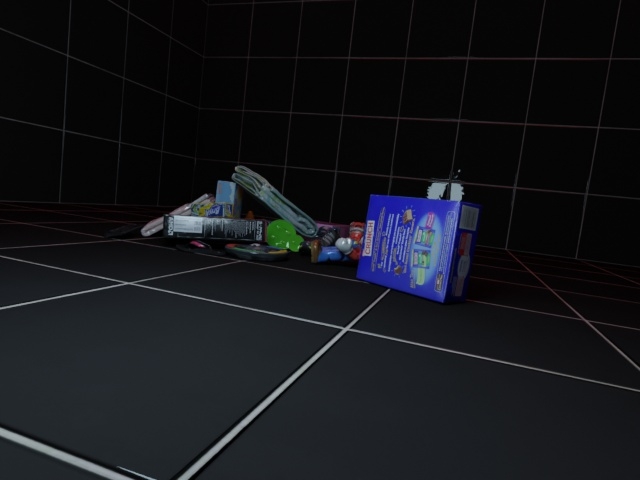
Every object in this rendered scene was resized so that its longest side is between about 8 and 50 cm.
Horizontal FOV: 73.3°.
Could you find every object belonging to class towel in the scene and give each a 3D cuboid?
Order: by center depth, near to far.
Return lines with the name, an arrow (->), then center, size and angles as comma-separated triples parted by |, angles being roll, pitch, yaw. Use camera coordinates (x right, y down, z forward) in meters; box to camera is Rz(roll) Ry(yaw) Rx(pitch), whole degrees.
towel -> -0.622, -0.122, 1.911 | 0.317, 0.053, 0.332 | -28, 11, -6
towel -> -0.205, -0.174, 1.935 | 0.374, 0.090, 0.321 | 43, -4, -42

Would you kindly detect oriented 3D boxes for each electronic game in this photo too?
electronic game -> -0.227, 0.036, 1.542 | 0.230, 0.048, 0.229 | 7, 6, -1

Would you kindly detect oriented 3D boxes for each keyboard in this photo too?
keyboard -> -0.768, -0.040, 1.662 | 0.108, 0.023, 0.180 | -11, 10, 4

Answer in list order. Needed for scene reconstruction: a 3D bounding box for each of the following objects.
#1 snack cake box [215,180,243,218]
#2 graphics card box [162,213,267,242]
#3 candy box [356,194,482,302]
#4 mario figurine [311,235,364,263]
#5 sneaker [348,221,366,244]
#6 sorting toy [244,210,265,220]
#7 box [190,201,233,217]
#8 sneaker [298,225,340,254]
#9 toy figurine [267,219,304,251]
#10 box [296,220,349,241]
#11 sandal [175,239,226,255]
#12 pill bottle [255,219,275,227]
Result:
snack cake box -> -0.436, -0.145, 2.038 | 0.089, 0.264, 0.152 | 9, 6, 4
graphics card box -> -0.406, -0.038, 1.657 | 0.372, 0.094, 0.233 | 2, -2, -16
candy box -> 0.269, 0.011, 1.229 | 0.122, 0.267, 0.317 | 6, 4, -41
mario figurine -> 0.126, 0.009, 1.563 | 0.321, 0.170, 0.198 | -1, 40, -1
sneaker -> 0.158, -0.012, 1.987 | 0.090, 0.144, 0.270 | 7, 6, 9
sorting toy -> -0.345, -0.086, 2.278 | 0.127, 0.126, 0.366 | 4, 5, -24
box -> -0.420, -0.115, 1.666 | 0.169, 0.059, 0.054 | 0, -2, 27
sneaker -> 0.000, 0.000, 1.795 | 0.111, 0.121, 0.300 | 8, 6, 23
toy figurine -> -0.160, -0.009, 1.876 | 0.173, 0.130, 0.159 | 28, -7, -7
box -> 0.002, -0.033, 2.174 | 0.214, 0.117, 0.243 | 9, 6, 24
sandal -> -0.413, 0.022, 1.498 | 0.180, 0.040, 0.067 | 7, 6, 8
pill bottle -> -0.273, -0.043, 1.995 | 0.108, 0.107, 0.194 | 11, 7, 41
